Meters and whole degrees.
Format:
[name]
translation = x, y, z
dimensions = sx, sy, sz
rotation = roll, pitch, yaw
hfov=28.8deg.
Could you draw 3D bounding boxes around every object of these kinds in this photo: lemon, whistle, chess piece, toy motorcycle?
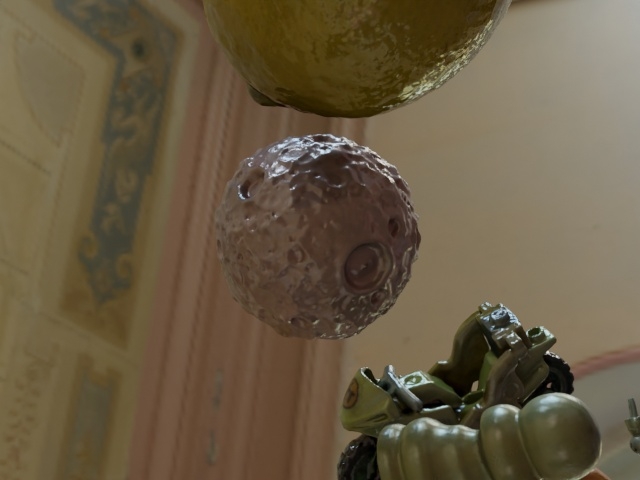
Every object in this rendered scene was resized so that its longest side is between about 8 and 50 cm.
[lemon]
translation = 0.031, -0.289, 1.360
dimensions = 0.364, 0.364, 0.364
rotation = 23, -117, -54
[whistle]
translation = 0.529, 0.313, 2.084
dimensions = 0.035, 0.035, 0.100
rotation = 11, -113, -57
[chess piece]
translation = 0.211, 0.255, 1.482
dimensions = 0.144, 0.251, 0.144
rotation = 50, -152, -40
[toy motorcycle]
translation = 0.197, 0.252, 1.937
dimensions = 0.169, 0.410, 0.237
rotation = 48, 162, 61

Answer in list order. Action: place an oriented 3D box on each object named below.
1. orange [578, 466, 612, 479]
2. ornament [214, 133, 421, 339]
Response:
[orange]
translation = 0.381, 0.470, 2.007
dimensions = 0.246, 0.246, 0.246
rotation = 23, -117, -54
[ornament]
translation = 0.000, 0.000, 1.527
dimensions = 0.259, 0.225, 0.259
rotation = -9, -70, -27
